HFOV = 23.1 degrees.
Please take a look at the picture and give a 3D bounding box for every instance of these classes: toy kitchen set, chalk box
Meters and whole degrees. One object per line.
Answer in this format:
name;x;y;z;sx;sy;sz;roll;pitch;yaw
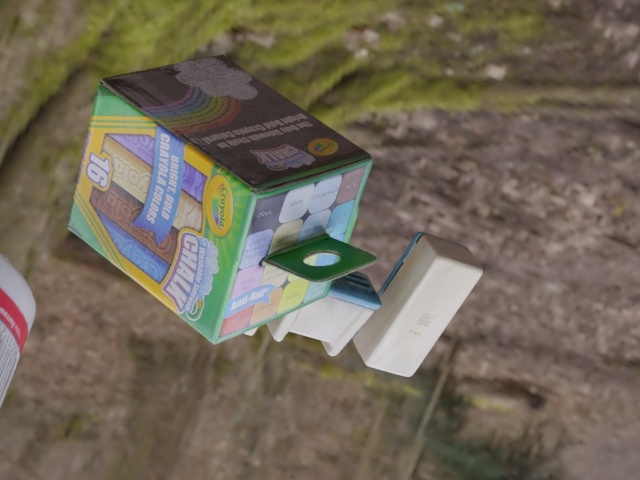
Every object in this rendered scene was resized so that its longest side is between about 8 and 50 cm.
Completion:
toy kitchen set;0.000;0.000;1.336;0.207;0.122;0.166;18;-153;-33
chalk box;-0.058;-0.022;1.133;0.213;0.132;0.132;37;-145;29

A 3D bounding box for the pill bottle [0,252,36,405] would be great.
pill bottle;-0.318;0.146;1.019;0.176;0.318;0.176;12;148;8
